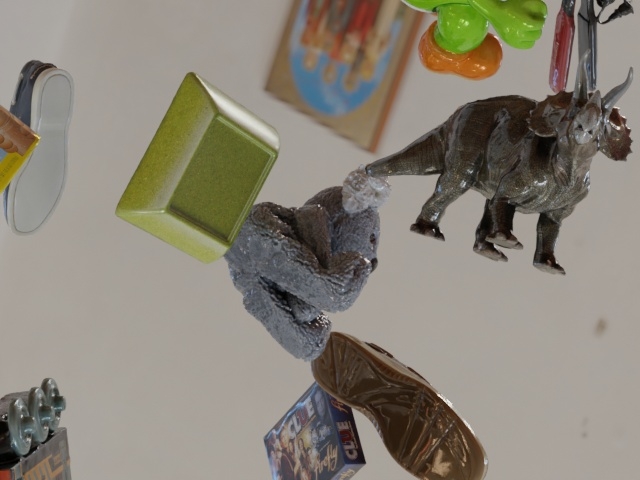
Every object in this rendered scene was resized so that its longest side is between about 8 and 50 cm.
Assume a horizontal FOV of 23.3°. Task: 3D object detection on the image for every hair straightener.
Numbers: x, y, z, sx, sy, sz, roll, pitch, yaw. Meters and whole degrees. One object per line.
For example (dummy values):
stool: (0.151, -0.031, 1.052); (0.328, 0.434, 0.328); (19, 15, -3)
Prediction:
hair straightener: (0.315, -0.280, 1.785); (0.089, 0.230, 0.047); (-7, -154, -14)

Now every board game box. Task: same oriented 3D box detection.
board game box: (-0.013, 0.348, 2.578); (0.042, 0.243, 0.165); (2, -123, -29)

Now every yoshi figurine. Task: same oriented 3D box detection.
yoshi figurine: (0.207, -0.334, 1.737); (0.203, 0.203, 0.362); (40, 160, 15)

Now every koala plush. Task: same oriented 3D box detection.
koala plush: (0.000, 0.000, 2.035); (0.203, 0.196, 0.221); (42, -128, 9)

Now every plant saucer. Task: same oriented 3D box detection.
plant saucer: (-0.128, -0.076, 1.826); (0.045, 0.188, 0.188); (25, 176, 38)

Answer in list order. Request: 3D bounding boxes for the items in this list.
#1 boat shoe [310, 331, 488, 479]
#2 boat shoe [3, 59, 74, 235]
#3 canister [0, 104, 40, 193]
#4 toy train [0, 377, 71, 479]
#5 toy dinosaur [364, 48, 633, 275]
boat shoe: (0.135, 0.250, 2.312); (0.342, 0.123, 0.123); (35, -164, 34)
boat shoe: (-0.422, -0.135, 2.252); (0.095, 0.255, 0.079); (-8, -156, -45)
canister: (-0.432, -0.130, 1.838); (0.170, 0.126, 0.073); (39, 149, -14)
toy train: (-0.425, 0.298, 2.115); (0.142, 0.190, 0.334); (-7, -177, 4)
toy dinosaur: (0.165, -0.066, 1.360); (0.121, 0.160, 0.313); (24, 172, -30)
